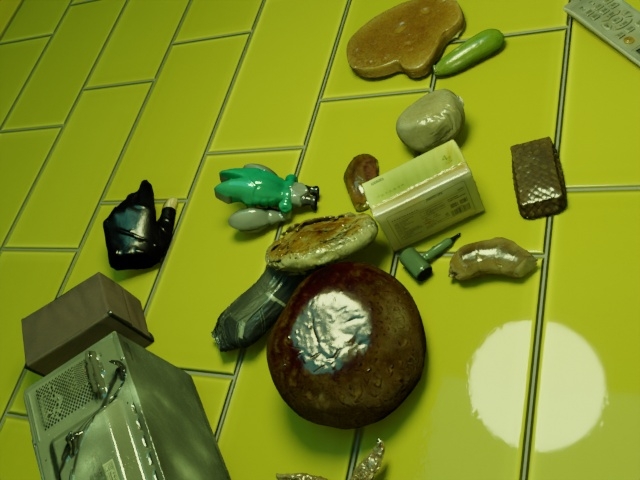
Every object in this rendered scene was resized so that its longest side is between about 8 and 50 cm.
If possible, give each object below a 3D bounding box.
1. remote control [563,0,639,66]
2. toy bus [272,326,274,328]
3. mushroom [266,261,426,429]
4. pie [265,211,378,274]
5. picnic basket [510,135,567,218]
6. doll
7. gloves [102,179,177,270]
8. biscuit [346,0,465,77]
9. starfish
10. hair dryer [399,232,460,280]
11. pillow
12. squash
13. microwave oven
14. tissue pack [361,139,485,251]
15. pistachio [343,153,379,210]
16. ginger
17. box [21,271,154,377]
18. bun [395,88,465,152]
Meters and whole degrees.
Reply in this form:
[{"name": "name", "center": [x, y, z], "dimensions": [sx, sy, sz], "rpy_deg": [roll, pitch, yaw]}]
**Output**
[{"name": "remote control", "center": [0.719, -0.501, 1.677], "dimensions": [0.109, 0.055, 0.313], "rpy_deg": [-31, 55, -4]}, {"name": "toy bus", "center": [-0.067, 0.190, 1.619], "dimensions": [0.083, 0.038, 0.046], "rpy_deg": [-45, 48, -8]}, {"name": "mushroom", "center": [0.054, 0.211, 1.436], "dimensions": [0.345, 0.239, 0.345], "rpy_deg": [-3, 83, 21]}, {"name": "pie", "center": [0.000, 0.000, 1.593], "dimensions": [0.274, 0.055, 0.274], "rpy_deg": [-16, 18, 6]}, {"name": "picnic basket", "center": [0.480, -0.143, 1.556], "dimensions": [0.110, 0.055, 0.193], "rpy_deg": [-12, 56, 19]}, {"name": "doll", "center": [-0.145, -0.102, 1.802], "dimensions": [0.258, 0.153, 0.195], "rpy_deg": [30, 56, 21]}, {"name": "gloves", "center": [-0.495, -0.054, 1.944], "dimensions": [0.197, 0.152, 0.301], "rpy_deg": [-4, 38, -7]}, {"name": "biscuit", "center": [0.243, -0.551, 1.943], "dimensions": [0.344, 0.057, 0.287], "rpy_deg": [-30, 50, 6]}, {"name": "starfish", "center": [0.047, 0.513, 1.334], "dimensions": [0.302, 0.060, 0.299], "rpy_deg": [-39, 44, 6]}, {"name": "hair dryer", "center": [0.256, 0.026, 1.572], "dimensions": [0.150, 0.047, 0.071], "rpy_deg": [-32, 51, -10]}, {"name": "pillow", "center": [-0.124, 0.133, 1.645], "dimensions": [0.335, 0.092, 0.161], "rpy_deg": [-47, 23, -5]}, {"name": "squash", "center": [0.384, -0.487, 1.827], "dimensions": [0.201, 0.066, 0.066], "rpy_deg": [-27, 51, 12]}, {"name": "microwave oven", "center": [-0.361, 0.453, 1.387], "dimensions": [0.236, 0.374, 0.432], "rpy_deg": [-33, 55, 2]}, {"name": "tissue pack", "center": [0.233, -0.098, 1.580], "dimensions": [0.234, 0.159, 0.125], "rpy_deg": [-26, 52, 10]}, {"name": "pistachio", "center": [0.097, -0.155, 1.759], "dimensions": [0.090, 0.049, 0.173], "rpy_deg": [-9, 55, 22]}, {"name": "ginger", "center": [0.360, 0.041, 1.484], "dimensions": [0.190, 0.069, 0.095], "rpy_deg": [-10, 80, 20]}, {"name": "box", "center": [-0.586, 0.228, 1.762], "dimensions": [0.252, 0.188, 0.153], "rpy_deg": [-32, 50, 7]}, {"name": "bun", "center": [0.277, -0.282, 1.711], "dimensions": [0.166, 0.113, 0.173], "rpy_deg": [-46, 27, -13]}]
